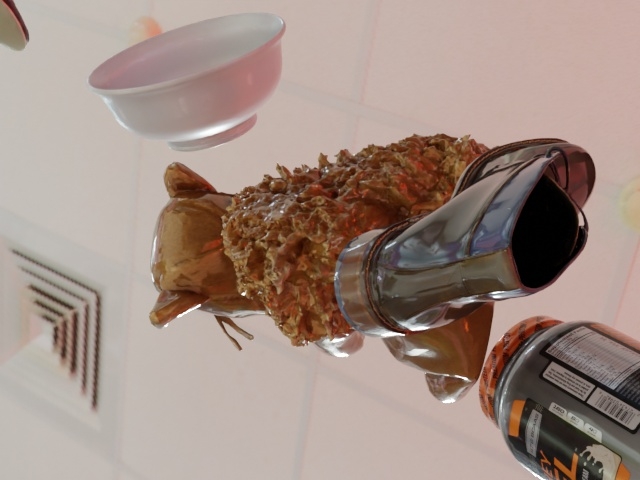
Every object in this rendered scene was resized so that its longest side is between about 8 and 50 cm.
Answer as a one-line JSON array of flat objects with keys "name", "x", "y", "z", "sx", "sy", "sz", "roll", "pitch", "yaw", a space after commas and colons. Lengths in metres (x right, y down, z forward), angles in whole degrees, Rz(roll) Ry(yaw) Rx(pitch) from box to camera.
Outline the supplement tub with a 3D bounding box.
[{"name": "supplement tub", "x": 0.331, "y": 0.208, "z": 1.000, "sx": 0.316, "sy": 0.193, "sz": 0.194, "roll": 30, "pitch": -58, "yaw": 54}]

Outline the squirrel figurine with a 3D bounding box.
[{"name": "squirrel figurine", "x": 0.000, "y": 0.000, "z": 0.964, "sx": 0.370, "sy": 0.397, "sz": 0.281, "roll": 7, "pitch": -104, "yaw": 0}]

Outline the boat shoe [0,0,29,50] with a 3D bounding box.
[{"name": "boat shoe", "x": -0.344, "y": -0.260, "z": 0.956, "sx": 0.049, "sy": 0.043, "sz": 0.137, "roll": -7, "pitch": -45, "yaw": 24}]

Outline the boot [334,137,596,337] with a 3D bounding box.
[{"name": "boot", "x": 0.118, "y": -0.009, "z": 0.499, "sx": 0.106, "sy": 0.219, "sz": 0.082, "roll": -12, "pitch": -76, "yaw": 51}]

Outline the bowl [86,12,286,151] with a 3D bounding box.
[{"name": "bowl", "x": -0.178, "y": -0.220, "z": 1.348, "sx": 0.297, "sy": 0.298, "sz": 0.134, "roll": 4, "pitch": -56, "yaw": 34}]
